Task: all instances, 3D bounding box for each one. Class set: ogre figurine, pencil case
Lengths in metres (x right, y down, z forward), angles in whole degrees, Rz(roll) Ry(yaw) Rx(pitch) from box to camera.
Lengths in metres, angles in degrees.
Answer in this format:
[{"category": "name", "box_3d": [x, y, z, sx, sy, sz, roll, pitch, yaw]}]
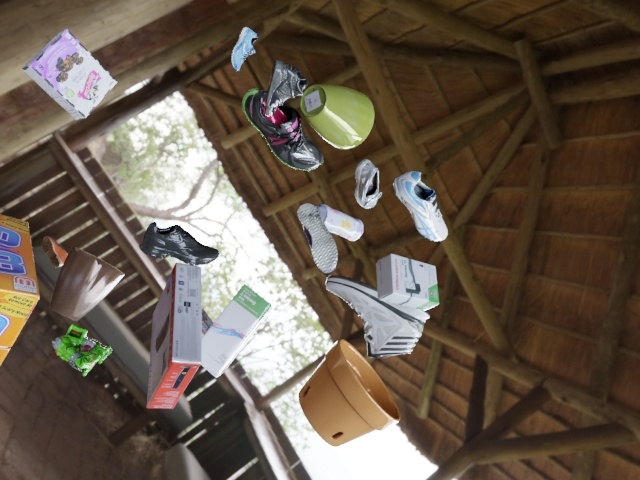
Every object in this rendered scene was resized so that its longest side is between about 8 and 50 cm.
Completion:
[{"category": "ogre figurine", "box_3d": [-0.652, 0.295, 1.344, 0.118, 0.097, 0.197, 34, 16, -2]}, {"category": "pencil case", "box_3d": [0.076, -0.081, 2.286, 0.273, 0.114, 0.124, 19, -4, -41]}]

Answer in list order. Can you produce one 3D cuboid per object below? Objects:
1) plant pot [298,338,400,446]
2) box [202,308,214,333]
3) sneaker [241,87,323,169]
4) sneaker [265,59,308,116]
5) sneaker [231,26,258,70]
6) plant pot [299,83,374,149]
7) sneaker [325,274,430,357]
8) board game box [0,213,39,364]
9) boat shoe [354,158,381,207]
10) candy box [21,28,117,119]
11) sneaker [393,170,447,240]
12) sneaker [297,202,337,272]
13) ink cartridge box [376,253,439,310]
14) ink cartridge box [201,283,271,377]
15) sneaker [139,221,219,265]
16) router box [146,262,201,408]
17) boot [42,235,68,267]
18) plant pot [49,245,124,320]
[{"category": "plant pot", "box_3d": [0.071, 0.473, 1.478, 0.291, 0.203, 0.291, 50, 7, -8]}, {"category": "box", "box_3d": [-0.402, 0.326, 1.799, 0.137, 0.027, 0.094, 59, -3, -20]}, {"category": "sneaker", "box_3d": [-0.158, -0.493, 2.253, 0.482, 0.185, 0.202, 41, -13, -29]}, {"category": "sneaker", "box_3d": [-0.119, -0.501, 1.679, 0.228, 0.130, 0.087, 120, -23, -52]}, {"category": "sneaker", "box_3d": [-0.280, -0.706, 1.828, 0.073, 0.162, 0.063, 23, 5, 2]}, {"category": "plant pot", "box_3d": [0.047, -0.563, 2.146, 0.275, 0.275, 0.293, 49, 22, 25]}, {"category": "sneaker", "box_3d": [0.182, 0.315, 1.955, 0.447, 0.258, 0.169, 21, -7, 24]}, {"category": "board game box", "box_3d": [-1.003, 0.132, 1.269, 0.356, 0.356, 0.357, 22, 20, -44]}, {"category": "boat shoe", "box_3d": [0.242, -0.260, 2.414, 0.103, 0.118, 0.321, 41, -23, 30]}, {"category": "candy box", "box_3d": [-0.738, -0.489, 1.460, 0.070, 0.165, 0.196, 4, -33, 40]}, {"category": "sneaker", "box_3d": [0.278, -0.083, 1.285, 0.086, 0.085, 0.237, -13, -49, 40]}, {"category": "sneaker", "box_3d": [0.001, -0.001, 1.986, 0.146, 0.102, 0.294, 68, 1, -72]}, {"category": "ink cartridge box", "box_3d": [0.306, 0.148, 1.733, 0.087, 0.208, 0.153, -37, -135, 51]}, {"category": "ink cartridge box", "box_3d": [-0.285, 0.293, 1.613, 0.117, 0.278, 0.201, 37, -11, 3]}, {"category": "sneaker", "box_3d": [-0.502, 0.010, 1.793, 0.286, 0.130, 0.109, 12, 13, -28]}, {"category": "router box", "box_3d": [-0.444, 0.292, 1.495, 0.301, 0.082, 0.336, -55, -146, 39]}, {"category": "boot", "box_3d": [-1.261, 0.049, 2.346, 0.158, 0.059, 0.084, 66, 19, -4]}, {"category": "plant pot", "box_3d": [-0.891, 0.175, 1.833, 0.215, 0.231, 0.215, 23, -19, 9]}]
